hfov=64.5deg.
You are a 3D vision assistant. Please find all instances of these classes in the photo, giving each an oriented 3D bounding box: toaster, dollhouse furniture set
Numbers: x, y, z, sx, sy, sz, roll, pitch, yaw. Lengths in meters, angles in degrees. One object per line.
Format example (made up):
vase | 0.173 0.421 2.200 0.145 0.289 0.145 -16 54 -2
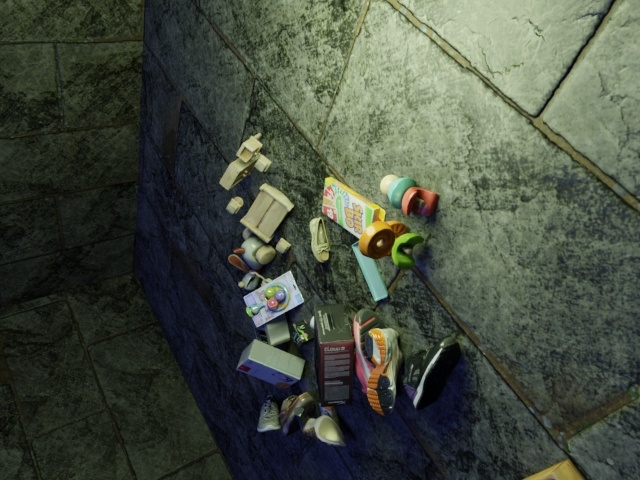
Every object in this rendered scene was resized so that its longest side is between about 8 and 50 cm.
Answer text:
toaster | -0.208 0.352 2.135 0.185 0.110 0.168 0 105 55
dollhouse furniture set | -0.176 -0.184 1.920 0.355 0.174 0.303 39 128 -1

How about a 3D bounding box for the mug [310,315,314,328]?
mug | 0.011 0.308 1.856 0.064 0.078 0.062 23 90 39

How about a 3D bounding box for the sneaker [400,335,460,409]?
sneaker | 0.287 0.347 1.419 0.124 0.107 0.283 52 142 38

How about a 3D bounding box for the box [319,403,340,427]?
box | 0.041 0.712 2.004 0.081 0.028 0.136 -5 98 56

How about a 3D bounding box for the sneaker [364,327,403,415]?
sneaker | 0.208 0.390 1.522 0.099 0.121 0.263 0 92 44

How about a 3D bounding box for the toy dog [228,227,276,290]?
toy dog | -0.304 0.102 2.118 0.220 0.160 0.334 34 130 45

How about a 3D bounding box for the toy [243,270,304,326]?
toy | -0.196 0.234 2.002 0.237 0.056 0.137 -31 76 20

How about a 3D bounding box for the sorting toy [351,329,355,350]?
sorting toy | 0.128 0.341 1.699 0.102 0.042 0.061 17 118 52

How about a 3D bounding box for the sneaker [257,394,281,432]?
sneaker | -0.240 0.788 2.311 0.281 0.105 0.115 175 90 -82

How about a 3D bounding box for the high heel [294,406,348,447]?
high heel | 0.019 0.763 1.993 0.261 0.093 0.186 22 145 35

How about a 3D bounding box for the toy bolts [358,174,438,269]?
toy bolts | 0.173 -0.064 1.334 0.158 0.218 0.229 41 118 47

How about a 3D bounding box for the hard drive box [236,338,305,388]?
hard drive box | -0.207 0.514 2.097 0.181 0.232 0.089 -50 18 53

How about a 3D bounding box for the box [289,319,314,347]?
box | -0.072 0.364 1.984 0.083 0.062 0.052 56 142 24

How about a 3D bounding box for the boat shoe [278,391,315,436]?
boat shoe | -0.117 0.721 2.159 0.116 0.123 0.324 56 141 28

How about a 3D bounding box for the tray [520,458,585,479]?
tray | 0.615 0.719 1.126 0.411 0.076 0.203 55 142 24

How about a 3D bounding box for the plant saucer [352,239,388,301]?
plant saucer | 0.156 0.091 1.572 0.067 0.018 0.192 -35 74 55

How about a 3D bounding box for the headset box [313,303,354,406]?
headset box | 0.040 0.367 1.695 0.218 0.110 0.293 -105 13 -63

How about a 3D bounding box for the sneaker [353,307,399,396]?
sneaker | 0.143 0.371 1.616 0.136 0.115 0.314 -6 99 53

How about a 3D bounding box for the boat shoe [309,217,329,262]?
boat shoe | 0.002 -0.001 1.725 0.048 0.056 0.153 -7 90 61

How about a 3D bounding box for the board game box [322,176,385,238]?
board game box | 0.097 -0.089 1.566 0.259 0.039 0.124 36 132 39
